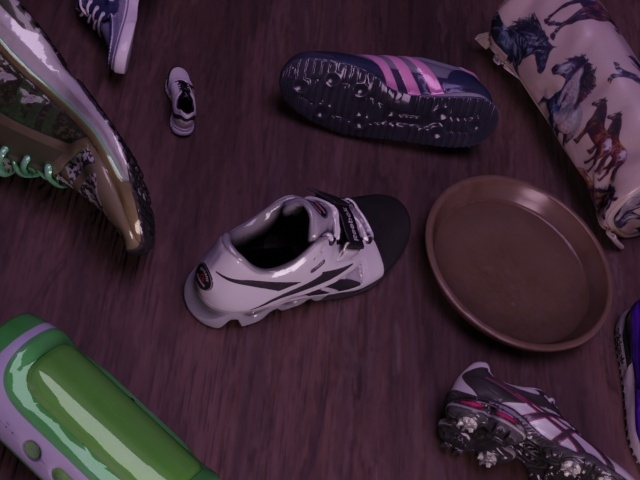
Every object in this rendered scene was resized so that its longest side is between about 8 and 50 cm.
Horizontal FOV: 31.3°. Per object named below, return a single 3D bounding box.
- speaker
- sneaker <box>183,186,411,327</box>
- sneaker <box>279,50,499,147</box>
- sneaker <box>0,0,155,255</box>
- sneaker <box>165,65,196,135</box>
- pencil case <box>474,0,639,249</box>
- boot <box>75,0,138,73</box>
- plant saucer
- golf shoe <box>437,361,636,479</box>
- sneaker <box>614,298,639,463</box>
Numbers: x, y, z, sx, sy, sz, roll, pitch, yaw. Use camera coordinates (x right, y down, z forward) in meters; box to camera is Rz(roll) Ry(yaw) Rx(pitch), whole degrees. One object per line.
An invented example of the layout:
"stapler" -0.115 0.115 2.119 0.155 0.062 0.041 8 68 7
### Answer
"speaker" -0.227 0.210 1.158 0.296 0.131 0.131 41 52 8
"sneaker" 0.000 0.000 1.388 0.331 0.146 0.122 -23 67 -35
"sneaker" 0.089 -0.216 1.614 0.319 0.112 0.131 12 37 -18
"sneaker" -0.348 -0.123 1.364 0.182 0.158 0.410 -37 76 -5
"sneaker" -0.180 -0.191 1.509 0.040 0.043 0.109 1 55 -20
"pencil case" 0.400 -0.198 1.684 0.160 0.183 0.410 9 49 -52
"boot" -0.290 -0.296 1.528 0.086 0.069 0.190 9 45 -11
"plant saucer" 0.263 0.033 1.539 0.278 0.041 0.277 12 53 -16
"golf shoe" 0.276 0.239 1.364 0.273 0.105 0.120 31 44 -1
"sneaker" 0.459 0.181 1.449 0.102 0.146 0.293 7 55 -18
